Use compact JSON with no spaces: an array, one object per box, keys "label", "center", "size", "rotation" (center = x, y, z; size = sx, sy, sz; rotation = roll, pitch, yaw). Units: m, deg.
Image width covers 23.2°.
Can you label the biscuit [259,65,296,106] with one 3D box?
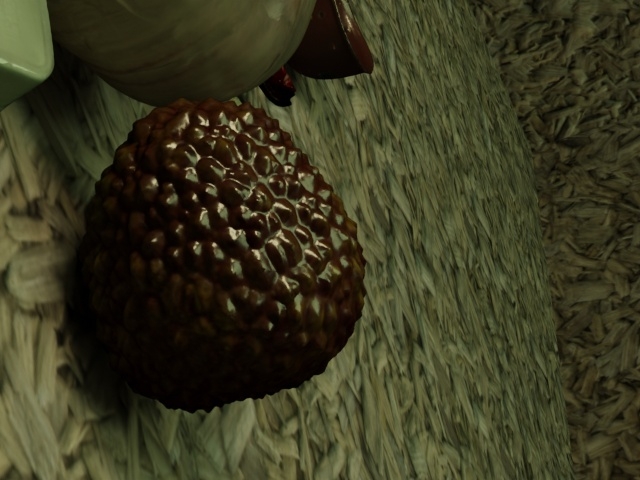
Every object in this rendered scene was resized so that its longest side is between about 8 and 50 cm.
[{"label":"biscuit","center":[-0.103,-0.233,1.747],"size":[0.151,0.063,0.235],"rotation":[57,15,22]}]

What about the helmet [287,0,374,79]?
[{"label":"helmet","center":[-0.008,-0.284,2.054],"size":[0.155,0.106,0.175],"rotation":[45,30,-63]}]

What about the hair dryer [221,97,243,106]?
[{"label":"hair dryer","center":[-0.066,-0.089,1.775],"size":[0.237,0.075,0.206],"rotation":[64,9,-1]}]

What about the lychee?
[{"label":"lychee","center":[-0.082,0.015,1.266],"size":[0.236,0.236,0.271],"rotation":[-81,155,-57]}]

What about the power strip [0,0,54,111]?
[{"label":"power strip","center":[-0.303,-0.143,0.938],"size":[0.261,0.141,0.229],"rotation":[24,48,-51]}]

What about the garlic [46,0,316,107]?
[{"label":"garlic","center":[-0.130,-0.247,1.323],"size":[0.317,0.259,0.317],"rotation":[-14,90,-72]}]
